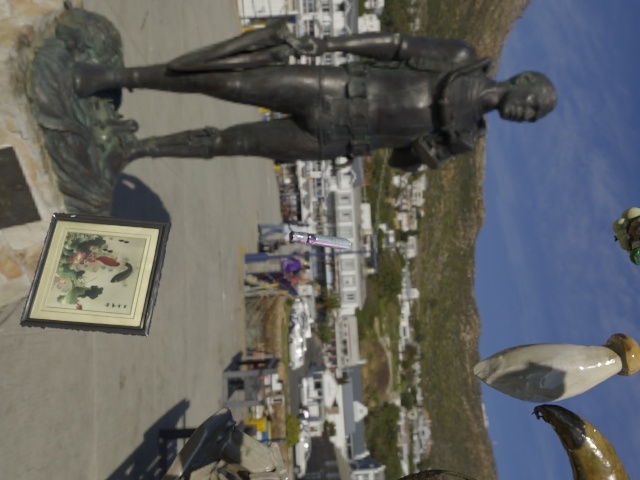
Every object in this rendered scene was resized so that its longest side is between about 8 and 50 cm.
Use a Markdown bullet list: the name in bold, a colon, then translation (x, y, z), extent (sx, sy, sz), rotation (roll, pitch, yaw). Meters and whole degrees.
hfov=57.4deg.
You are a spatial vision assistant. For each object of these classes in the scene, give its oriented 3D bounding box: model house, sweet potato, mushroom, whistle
- **model house**: translation (-0.149, 0.405, 0.911), extent (0.229, 0.188, 0.122), rotation (-53, 168, -21)
- **sweet potato**: translation (0.572, 0.503, 1.203), extent (0.423, 0.130, 0.130), rotation (64, 2, -9)
- **mushroom**: translation (0.506, 0.274, 1.256), extent (0.128, 0.350, 0.128), rotation (-12, 90, -85)
- **whistle**: translation (0.000, 0.000, 1.533), extent (0.033, 0.176, 0.033), rotation (-30, -124, 59)

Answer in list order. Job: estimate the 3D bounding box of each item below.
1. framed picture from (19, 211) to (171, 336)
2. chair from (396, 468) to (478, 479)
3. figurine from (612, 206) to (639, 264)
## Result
- **framed picture**: translation (-0.349, 0.051, 0.920), extent (0.010, 0.195, 0.199), rotation (98, -3, -64)
- **chair**: translation (0.066, 0.292, 0.497), extent (0.149, 0.213, 0.174), rotation (120, -34, -55)
- **figurine**: translation (0.625, -0.008, 1.063), extent (0.093, 0.147, 0.197), rotation (48, -8, -16)
